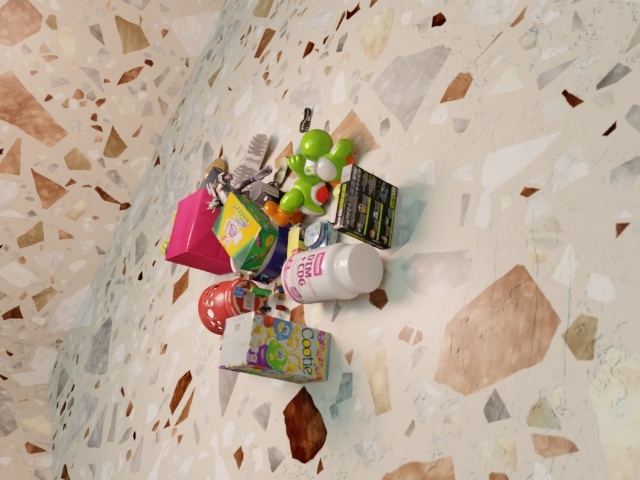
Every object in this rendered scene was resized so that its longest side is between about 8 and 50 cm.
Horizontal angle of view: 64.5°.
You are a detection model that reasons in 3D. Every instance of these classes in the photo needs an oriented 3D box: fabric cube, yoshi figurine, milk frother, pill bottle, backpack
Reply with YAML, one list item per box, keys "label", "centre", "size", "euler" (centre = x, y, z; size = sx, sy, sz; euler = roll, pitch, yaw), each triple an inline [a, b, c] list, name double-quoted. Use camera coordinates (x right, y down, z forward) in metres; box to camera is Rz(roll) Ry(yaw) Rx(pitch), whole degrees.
- label: "fabric cube"
  centre: [-0.437, -0.024, 2.035]
  size: [0.254, 0.259, 0.258]
  euler: [-16, 60, 52]
- label: "yoshi figurine"
  centre: [-0.048, -0.227, 1.703]
  size: [0.362, 0.203, 0.203]
  euler: [-48, 33, 21]
- label: "milk frother"
  centre: [-0.164, -0.187, 1.875]
  size: [0.129, 0.135, 0.143]
  euler: [15, 84, 54]
- label: "pill bottle"
  centre: [0.031, 0.093, 1.444]
  size: [0.283, 0.160, 0.160]
  euler: [-15, 60, 48]
- label: "backpack"
  centre: [0.000, 0.000, 1.603]
  size: [0.105, 0.084, 0.114]
  euler: [-27, 54, 46]

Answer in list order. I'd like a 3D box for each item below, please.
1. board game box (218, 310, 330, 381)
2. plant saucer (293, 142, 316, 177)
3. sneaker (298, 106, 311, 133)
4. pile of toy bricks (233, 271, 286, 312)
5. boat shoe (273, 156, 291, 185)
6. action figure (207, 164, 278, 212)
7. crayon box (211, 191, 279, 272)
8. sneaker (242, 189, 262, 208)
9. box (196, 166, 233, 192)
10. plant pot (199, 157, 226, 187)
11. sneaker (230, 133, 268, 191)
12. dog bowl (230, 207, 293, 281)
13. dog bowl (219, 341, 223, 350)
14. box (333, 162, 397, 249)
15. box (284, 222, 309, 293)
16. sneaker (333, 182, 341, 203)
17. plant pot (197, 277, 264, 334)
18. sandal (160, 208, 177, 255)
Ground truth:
- label: "board game box"
  centre: [-0.123, 0.309, 1.428]
  size: [0.144, 0.275, 0.142]
  euler: [-22, 55, 45]
- label: "plant saucer"
  centre: [-0.054, -0.319, 1.888]
  size: [0.195, 0.037, 0.194]
  euler: [-30, 50, 42]
- label: "sneaker"
  centre: [-0.063, -0.465, 1.986]
  size: [0.044, 0.040, 0.109]
  euler: [-25, 47, 64]
- label: "pile of toy bricks"
  centre: [-0.193, 0.174, 1.724]
  size: [0.105, 0.212, 0.118]
  euler: [48, -124, -85]
- label: "boat shoe"
  centre: [-0.145, -0.268, 1.980]
  size: [0.049, 0.042, 0.133]
  euler: [39, 120, 23]
- label: "action figure"
  centre: [-0.305, -0.186, 1.926]
  size: [0.285, 0.185, 0.099]
  euler: [-30, 19, -21]
- label: "crayon box"
  centre: [-0.267, -0.033, 1.770]
  size: [0.278, 0.081, 0.165]
  euler: [45, 111, 46]
- label: "sneaker"
  centre: [-0.297, -0.175, 2.097]
  size: [0.215, 0.084, 0.083]
  euler: [-9, 40, 41]
- label: "box"
  centre: [-0.503, -0.198, 2.358]
  size: [0.232, 0.059, 0.183]
  euler: [-50, 53, 22]
- label: "plant pot"
  centre: [-0.526, -0.292, 2.497]
  size: [0.236, 0.032, 0.236]
  euler: [-29, 50, 41]
- label: "sneaker"
  centre: [-0.290, -0.332, 2.183]
  size: [0.281, 0.105, 0.115]
  euler: [-56, 3, 22]
- label: "dog bowl"
  centre: [-0.215, 0.020, 1.857]
  size: [0.265, 0.104, 0.264]
  euler: [-28, 51, 42]
- label: "dog bowl"
  centre: [-0.229, 0.340, 1.607]
  size: [0.074, 0.166, 0.297]
  euler: [-66, 4, -20]
- label: "box"
  centre: [0.129, -0.091, 1.398]
  size: [0.045, 0.184, 0.190]
  euler: [-11, 64, 48]
- label: "box"
  centre: [-0.061, 0.067, 1.645]
  size: [0.058, 0.087, 0.232]
  euler: [-25, 52, 44]
- label: "sneaker"
  centre: [0.113, -0.125, 1.517]
  size: [0.126, 0.091, 0.240]
  euler: [-50, 38, 22]
- label: "plant pot"
  centre: [-0.311, 0.228, 1.796]
  size: [0.174, 0.191, 0.191]
  euler: [-25, 53, 41]
- label: "sandal"
  centre: [-0.674, -0.029, 2.485]
  size: [0.138, 0.126, 0.317]
  euler: [44, 116, 49]
